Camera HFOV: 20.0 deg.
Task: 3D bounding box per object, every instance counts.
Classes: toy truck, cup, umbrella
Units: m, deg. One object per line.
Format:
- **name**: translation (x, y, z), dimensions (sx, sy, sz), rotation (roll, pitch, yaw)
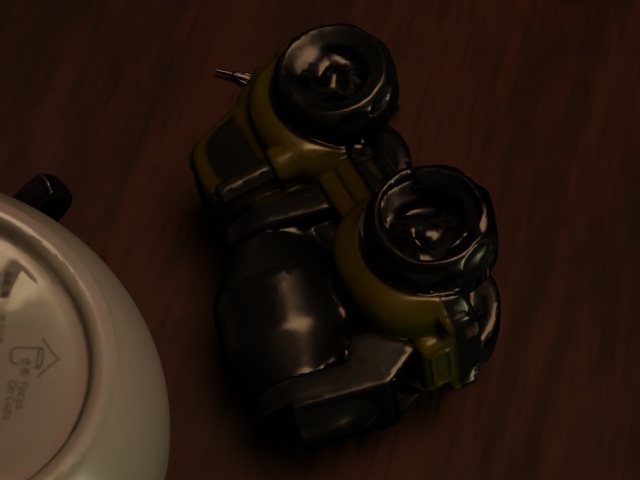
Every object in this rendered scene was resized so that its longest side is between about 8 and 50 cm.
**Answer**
- **toy truck**: translation (0.000, 0.000, 1.035), dimensions (0.165, 0.147, 0.224), rotation (-26, 63, -7)
- **cup**: translation (-0.185, 0.123, 0.768), dimensions (0.212, 0.317, 0.212), rotation (8, 55, -12)
- **umbrella**: translation (-0.007, -0.094, 1.164), dimensions (0.122, 0.013, 0.022), rotation (9, 43, -11)

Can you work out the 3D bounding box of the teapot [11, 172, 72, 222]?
- **teapot**: translation (-0.208, 0.006, 0.979), dimensions (0.177, 0.096, 0.087), rotation (-29, 69, -32)
